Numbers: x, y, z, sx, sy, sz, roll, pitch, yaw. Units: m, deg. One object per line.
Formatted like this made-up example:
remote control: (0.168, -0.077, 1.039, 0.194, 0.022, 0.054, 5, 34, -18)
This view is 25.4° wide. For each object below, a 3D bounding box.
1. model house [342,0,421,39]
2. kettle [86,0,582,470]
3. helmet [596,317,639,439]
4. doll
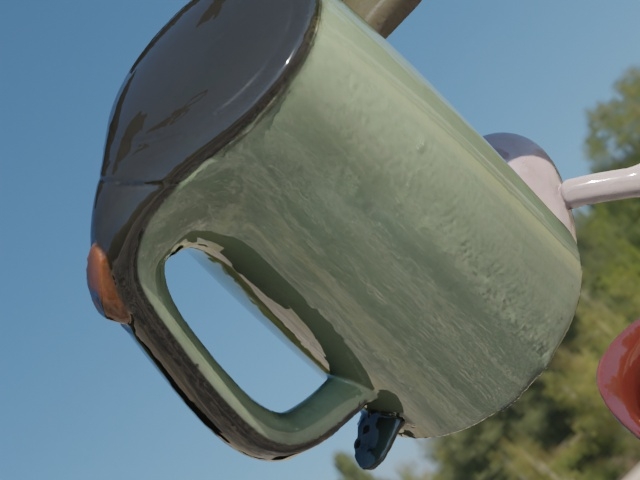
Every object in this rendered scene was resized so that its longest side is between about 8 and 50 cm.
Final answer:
model house: (0.013, -0.257, 1.136, 0.229, 0.188, 0.122, -46, 4, 4)
kettle: (0.000, 0.000, 0.767, 0.255, 0.165, 0.240, 44, -116, -36)
helmet: (0.513, 0.202, 1.539, 0.385, 0.230, 0.337, -17, 32, 5)
doll: (0.247, -0.040, 1.178, 0.365, 0.160, 0.094, -17, -19, 17)
